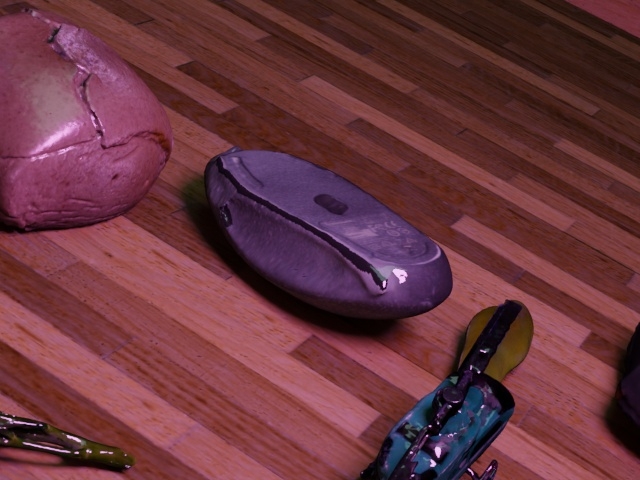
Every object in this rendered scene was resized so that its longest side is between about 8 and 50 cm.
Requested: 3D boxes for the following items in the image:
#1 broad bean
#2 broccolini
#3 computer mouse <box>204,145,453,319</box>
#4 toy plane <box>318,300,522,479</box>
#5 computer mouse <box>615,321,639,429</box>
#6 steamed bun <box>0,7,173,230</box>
[{"bbox_3d":[0.201,0.144,1.537,0.075,0.067,0.325,-2,24,19],"label":"broad bean"},{"bbox_3d":[-0.264,0.183,1.161,0.201,0.058,0.074,27,39,-25],"label":"broccolini"},{"bbox_3d":[-0.002,0.003,1.577,0.203,0.114,0.374,-9,33,-41],"label":"computer mouse"},{"bbox_3d":[0.090,0.210,1.247,0.106,0.155,0.381,36,47,22],"label":"toy plane"},{"bbox_3d":[0.461,0.179,1.596,0.183,0.116,0.323,21,28,12],"label":"computer mouse"},{"bbox_3d":[-0.315,-0.156,1.533,0.251,0.199,0.301,34,29,20],"label":"steamed bun"}]
